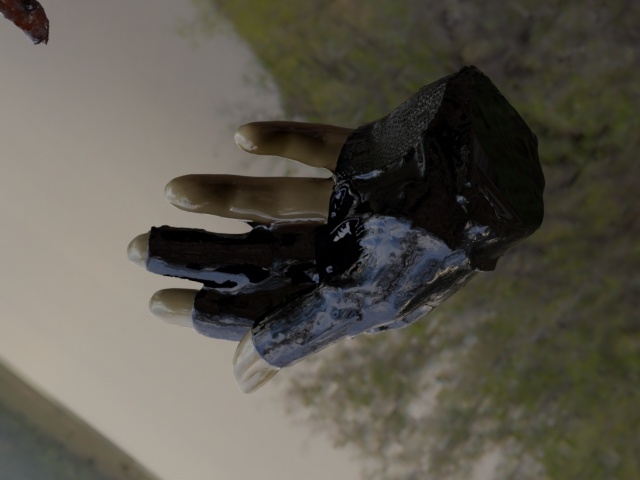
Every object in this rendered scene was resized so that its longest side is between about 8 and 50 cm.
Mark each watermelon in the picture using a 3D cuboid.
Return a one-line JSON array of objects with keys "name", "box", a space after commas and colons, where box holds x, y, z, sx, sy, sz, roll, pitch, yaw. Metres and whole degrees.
[{"name": "watermelon", "box": [-0.315, -0.272, 1.648, 0.158, 0.121, 0.098, 25, 178, -15]}]

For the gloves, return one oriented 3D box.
[{"name": "gloves", "box": [0.008, 0.003, 1.182, 0.301, 0.197, 0.152, -10, 141, 17]}]
